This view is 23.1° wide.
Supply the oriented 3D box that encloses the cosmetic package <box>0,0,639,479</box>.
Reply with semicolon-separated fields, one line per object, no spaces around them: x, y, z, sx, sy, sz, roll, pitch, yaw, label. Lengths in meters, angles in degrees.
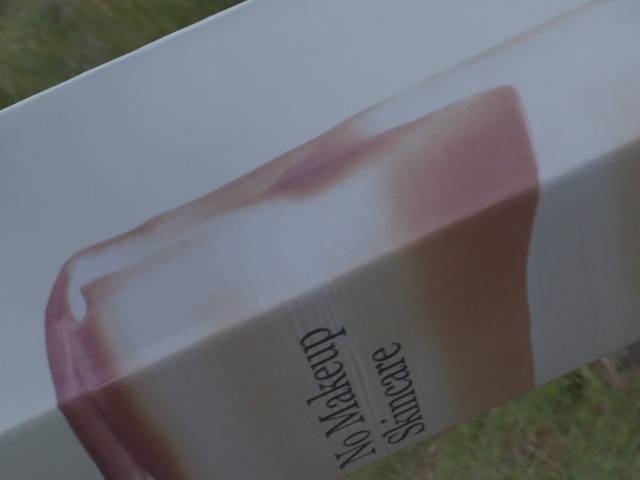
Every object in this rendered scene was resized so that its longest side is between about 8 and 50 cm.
0.000;0.000;0.586;0.296;0.153;0.129;-25;58;-1;cosmetic package
